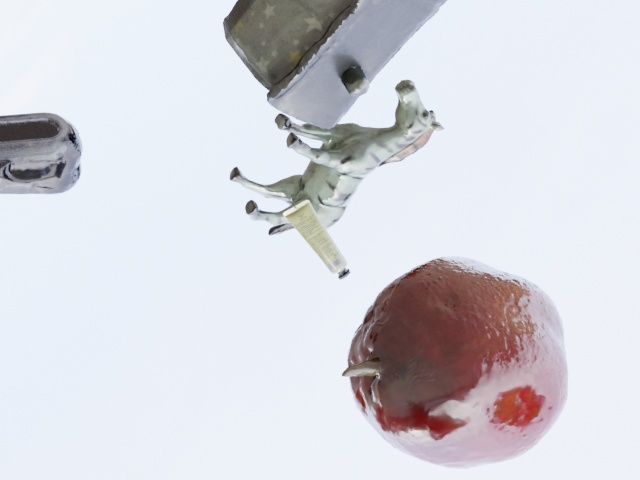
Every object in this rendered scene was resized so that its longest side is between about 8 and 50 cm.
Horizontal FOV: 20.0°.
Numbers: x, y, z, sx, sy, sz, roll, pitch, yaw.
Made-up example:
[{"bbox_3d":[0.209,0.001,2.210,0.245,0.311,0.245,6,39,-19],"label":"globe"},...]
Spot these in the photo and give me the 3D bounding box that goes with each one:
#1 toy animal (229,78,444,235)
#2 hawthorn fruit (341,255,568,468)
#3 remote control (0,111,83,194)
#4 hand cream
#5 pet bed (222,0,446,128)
[{"bbox_3d":[0.010,-0.099,2.156,0.255,0.170,0.090,-36,-133,23],"label":"toy animal"},{"bbox_3d":[0.105,0.103,1.564,0.189,0.251,0.189,-10,-105,40],"label":"hawthorn fruit"},{"bbox_3d":[-0.364,-0.091,1.781,0.090,0.266,0.066,-114,-149,-48],"label":"remote control"},{"bbox_3d":[0.000,0.000,2.033,0.035,0.102,0.022,-30,-163,21],"label":"hand cream"},{"bbox_3d":[0.030,-0.235,1.881,0.211,0.159,0.183,-44,168,25],"label":"pet bed"}]
